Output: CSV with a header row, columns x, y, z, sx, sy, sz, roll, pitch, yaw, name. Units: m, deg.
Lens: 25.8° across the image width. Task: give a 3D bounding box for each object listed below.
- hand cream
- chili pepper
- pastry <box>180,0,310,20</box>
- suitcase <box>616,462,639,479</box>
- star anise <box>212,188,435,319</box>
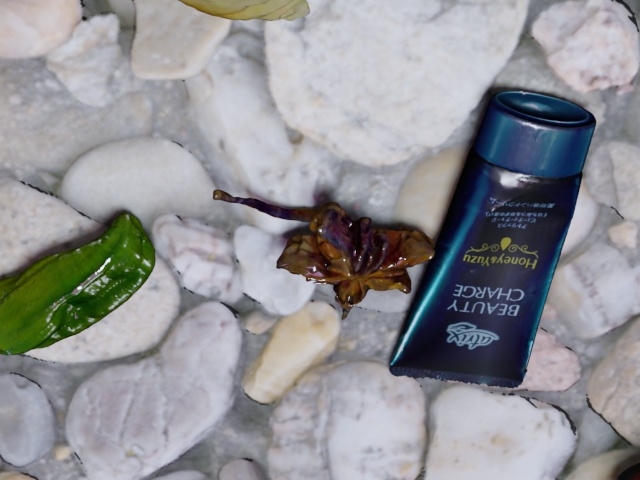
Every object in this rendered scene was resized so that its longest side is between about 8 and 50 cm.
x,y,z,sx,sy,sz,roll,pitch,yaw,name
0.142,0.009,1.135,0.120,0.061,0.270,7,124,-12,hand cream
-0.224,0.052,1.127,0.204,0.073,0.072,-28,128,12,chili pepper
-0.069,-0.263,0.921,0.256,0.170,0.236,25,115,-20,pastry
0.390,0.302,1.169,0.236,0.161,0.297,-21,84,7,suitcase
0.000,0.000,1.104,0.191,0.070,0.097,20,145,-33,star anise
